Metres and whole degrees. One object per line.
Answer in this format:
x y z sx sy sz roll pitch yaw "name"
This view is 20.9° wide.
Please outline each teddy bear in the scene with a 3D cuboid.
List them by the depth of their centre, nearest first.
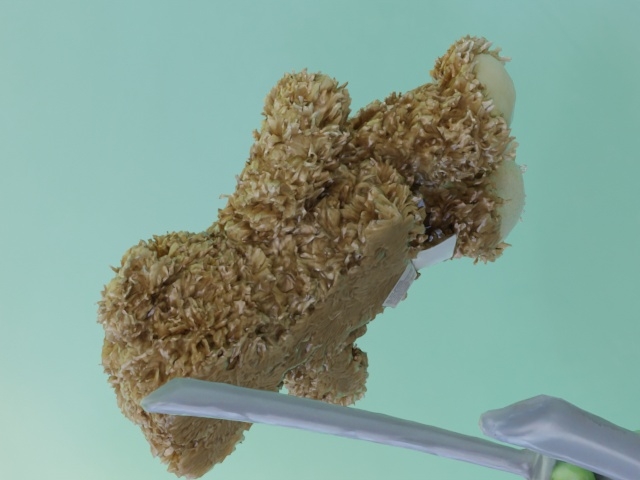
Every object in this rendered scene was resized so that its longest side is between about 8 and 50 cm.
0.000 0.000 1.094 0.338 0.113 0.245 -45 147 -7 "teddy bear"

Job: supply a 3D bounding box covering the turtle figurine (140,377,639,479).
0.139 0.075 0.441 0.266 0.274 0.198 -24 163 -23 "turtle figurine"
